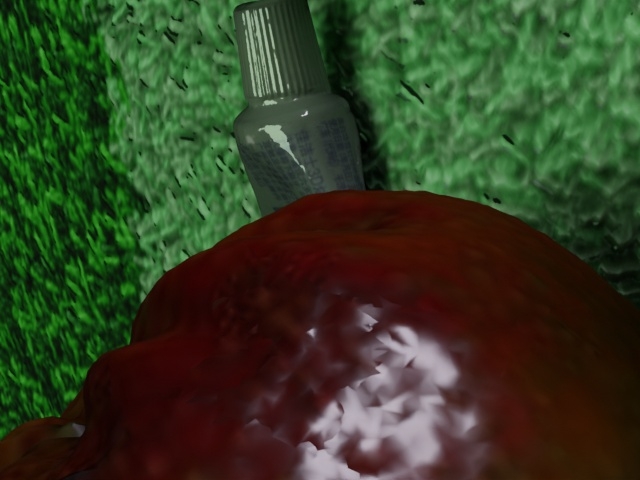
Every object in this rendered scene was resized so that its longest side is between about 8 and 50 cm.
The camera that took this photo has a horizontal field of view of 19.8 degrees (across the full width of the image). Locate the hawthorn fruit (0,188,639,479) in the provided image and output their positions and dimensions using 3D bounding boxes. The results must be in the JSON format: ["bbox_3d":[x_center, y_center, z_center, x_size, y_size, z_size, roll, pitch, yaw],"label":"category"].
[{"bbox_3d":[0.021,0.191,0.775,0.403,0.403,0.403,23,117,55],"label":"hawthorn fruit"}]

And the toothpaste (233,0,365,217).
[{"bbox_3d":[0.000,0.000,1.038,0.099,0.068,0.282,-99,-4,-78],"label":"toothpaste"}]
